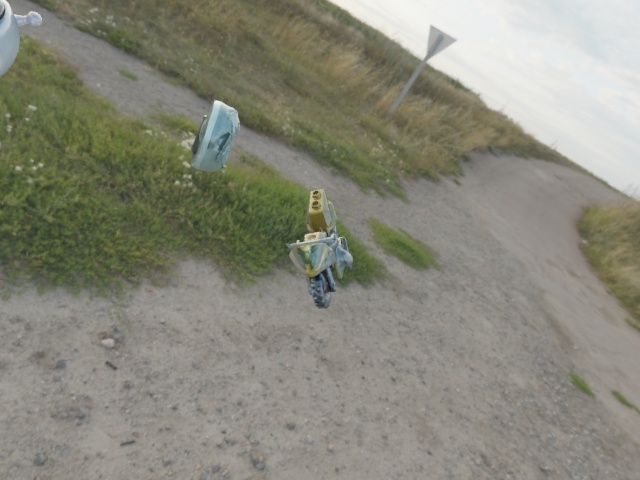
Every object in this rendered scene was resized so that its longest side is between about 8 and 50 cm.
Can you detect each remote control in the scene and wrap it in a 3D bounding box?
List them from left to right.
[{"bbox_3d":[-0.173,-0.158,0.684,0.052,0.104,0.247,17,4,-20],"label":"remote control"}]

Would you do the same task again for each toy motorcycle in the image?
[{"bbox_3d":[-0.001,0.000,0.756,0.130,0.094,0.229,61,25,-47],"label":"toy motorcycle"}]

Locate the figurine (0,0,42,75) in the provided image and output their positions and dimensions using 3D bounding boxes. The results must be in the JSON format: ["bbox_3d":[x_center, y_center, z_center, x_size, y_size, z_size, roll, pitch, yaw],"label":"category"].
[{"bbox_3d":[-0.725,-0.353,0.786,0.253,0.361,0.211,45,7,13],"label":"figurine"}]
